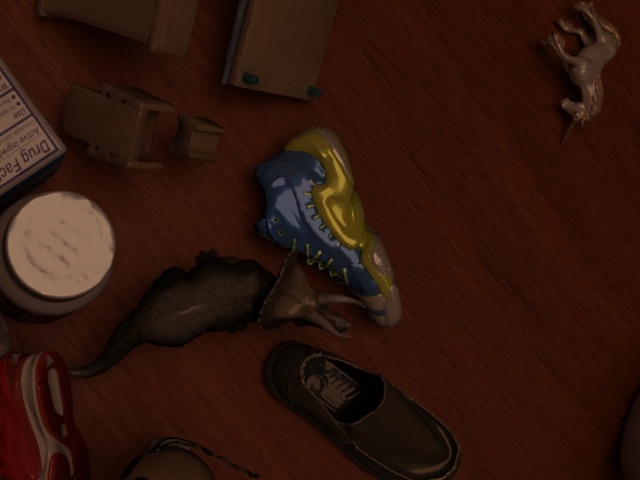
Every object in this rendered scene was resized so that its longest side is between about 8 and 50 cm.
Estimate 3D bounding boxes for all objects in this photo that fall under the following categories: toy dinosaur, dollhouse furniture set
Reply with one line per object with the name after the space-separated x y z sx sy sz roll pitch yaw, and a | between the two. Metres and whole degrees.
-0.130 0.065 1.392 0.314 0.160 0.121 -7 85 -20 | toy dinosaur
-0.130 -0.229 1.480 0.303 0.198 0.286 2 106 -48 | dollhouse furniture set

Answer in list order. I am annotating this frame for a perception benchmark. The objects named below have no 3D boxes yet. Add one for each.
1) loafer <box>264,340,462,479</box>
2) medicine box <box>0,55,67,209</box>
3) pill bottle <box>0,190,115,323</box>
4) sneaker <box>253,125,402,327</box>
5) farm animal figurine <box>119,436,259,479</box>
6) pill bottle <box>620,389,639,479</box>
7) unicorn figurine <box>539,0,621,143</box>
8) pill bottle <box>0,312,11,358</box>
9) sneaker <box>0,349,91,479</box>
0.053 0.197 1.474 0.251 0.087 0.094 31 75 -12 | loafer
-0.444 -0.119 1.317 0.263 0.149 0.289 -37 96 -19 | medicine box
-0.269 0.017 1.319 0.121 0.221 0.121 2 83 -18 | pill bottle
0.000 0.000 1.495 0.126 0.091 0.240 -22 91 -1 | sneaker
-0.191 0.326 1.245 0.172 0.330 0.326 36 73 -18 | farm animal figurine
0.573 0.291 1.560 0.408 0.229 0.229 32 75 -12 | pill bottle
0.317 -0.216 1.626 0.111 0.060 0.162 45 73 -8 | unicorn figurine
-0.420 0.123 1.289 0.221 0.124 0.124 -37 96 3 | pill bottle
-0.314 0.213 1.371 0.128 0.087 0.221 2 103 19 | sneaker
